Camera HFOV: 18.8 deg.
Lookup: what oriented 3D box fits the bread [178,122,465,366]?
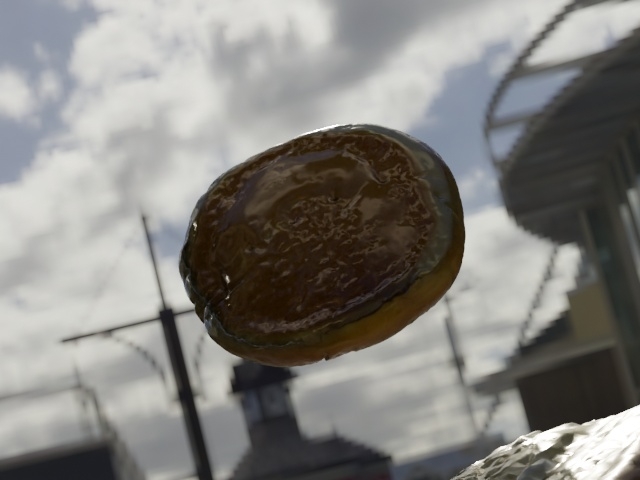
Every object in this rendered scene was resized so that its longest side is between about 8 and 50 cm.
[{"bbox_3d":[0.000,0.000,0.677,0.110,0.110,0.024,-16,-44,7],"label":"bread"}]

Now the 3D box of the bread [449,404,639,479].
[{"bbox_3d":[0.084,0.183,0.466,0.111,0.246,0.239,-30,1,38],"label":"bread"}]
